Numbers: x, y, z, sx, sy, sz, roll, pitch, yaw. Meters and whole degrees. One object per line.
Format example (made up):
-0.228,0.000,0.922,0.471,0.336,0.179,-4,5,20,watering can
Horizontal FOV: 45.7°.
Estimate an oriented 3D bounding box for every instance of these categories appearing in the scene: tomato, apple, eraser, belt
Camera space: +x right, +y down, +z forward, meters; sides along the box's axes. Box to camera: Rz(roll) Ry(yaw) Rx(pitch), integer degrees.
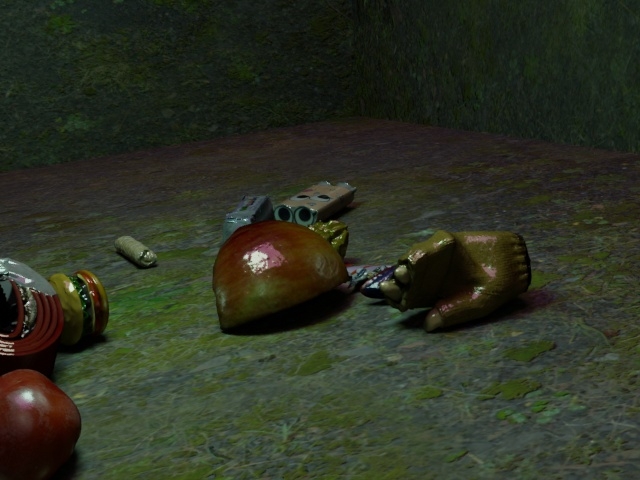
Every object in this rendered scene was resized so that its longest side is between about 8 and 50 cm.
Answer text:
-0.443,0.276,1.139,0.187,0.151,0.187,0,14,0,tomato
-0.089,0.071,1.688,0.254,0.179,0.346,31,35,32,apple
-0.019,-0.115,2.419,0.171,0.087,0.290,6,20,26,eraser
-0.621,0.150,1.450,0.227,0.115,0.324,2,33,-38,belt

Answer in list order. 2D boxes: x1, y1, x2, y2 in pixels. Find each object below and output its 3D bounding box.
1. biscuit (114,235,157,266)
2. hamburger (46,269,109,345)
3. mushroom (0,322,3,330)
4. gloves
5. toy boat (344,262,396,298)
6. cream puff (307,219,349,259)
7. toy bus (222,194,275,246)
-0.519,0.027,2.122,0.061,0.055,0.219,-2,14,-31,biscuit
-0.517,0.140,1.594,0.162,0.161,0.115,12,16,42,hamburger
-0.694,0.189,1.590,0.107,0.087,0.333,-3,15,5,mushroom
0.282,0.076,1.599,0.357,0.203,0.155,-7,-6,-27,gloves
0.156,0.081,1.819,0.219,0.071,0.318,-11,9,-14,toy boat
0.000,0.000,1.946,0.146,0.116,0.146,12,-2,0,cream puff
-0.197,-0.035,2.114,0.113,0.137,0.317,-4,15,6,toy bus
